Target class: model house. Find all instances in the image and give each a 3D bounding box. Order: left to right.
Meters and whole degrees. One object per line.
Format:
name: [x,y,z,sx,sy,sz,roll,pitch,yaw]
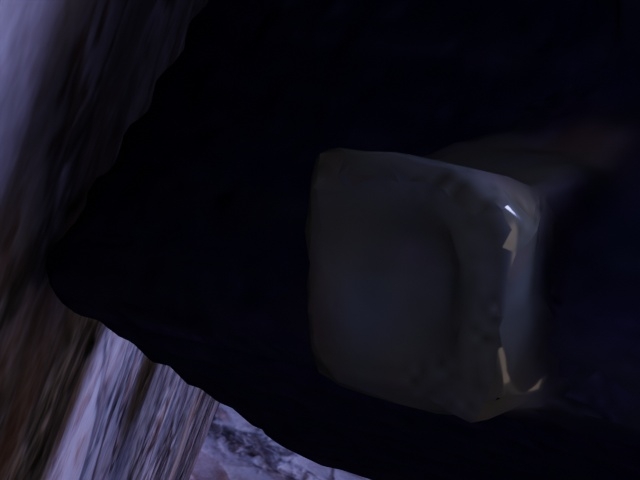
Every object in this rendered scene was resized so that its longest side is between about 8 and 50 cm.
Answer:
model house: [0.080,-0.078,0.443,0.280,0.245,0.312,-23,119,-47]
